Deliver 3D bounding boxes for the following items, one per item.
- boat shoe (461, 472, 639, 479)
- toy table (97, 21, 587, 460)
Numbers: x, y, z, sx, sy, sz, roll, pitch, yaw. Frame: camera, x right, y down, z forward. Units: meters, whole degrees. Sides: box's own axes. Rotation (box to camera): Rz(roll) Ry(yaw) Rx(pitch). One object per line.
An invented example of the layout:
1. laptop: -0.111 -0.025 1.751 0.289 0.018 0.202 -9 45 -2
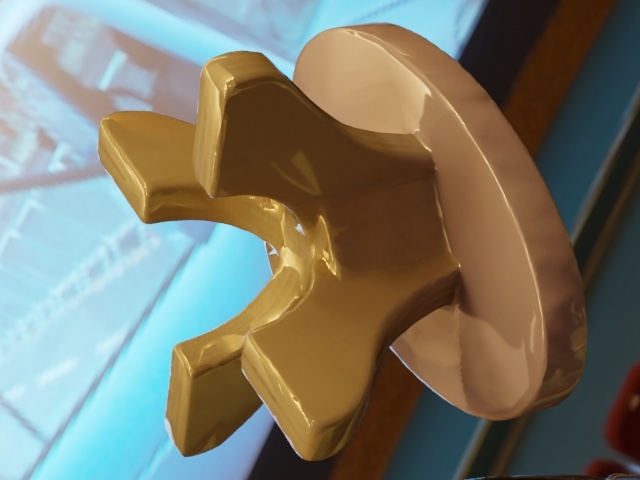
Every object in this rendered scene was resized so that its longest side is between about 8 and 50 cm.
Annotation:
1. boat shoe: 0.158 0.134 0.763 0.079 0.233 0.084 81 -163 -45
2. toy table: 0.000 0.000 0.867 0.274 0.161 0.252 42 138 49
